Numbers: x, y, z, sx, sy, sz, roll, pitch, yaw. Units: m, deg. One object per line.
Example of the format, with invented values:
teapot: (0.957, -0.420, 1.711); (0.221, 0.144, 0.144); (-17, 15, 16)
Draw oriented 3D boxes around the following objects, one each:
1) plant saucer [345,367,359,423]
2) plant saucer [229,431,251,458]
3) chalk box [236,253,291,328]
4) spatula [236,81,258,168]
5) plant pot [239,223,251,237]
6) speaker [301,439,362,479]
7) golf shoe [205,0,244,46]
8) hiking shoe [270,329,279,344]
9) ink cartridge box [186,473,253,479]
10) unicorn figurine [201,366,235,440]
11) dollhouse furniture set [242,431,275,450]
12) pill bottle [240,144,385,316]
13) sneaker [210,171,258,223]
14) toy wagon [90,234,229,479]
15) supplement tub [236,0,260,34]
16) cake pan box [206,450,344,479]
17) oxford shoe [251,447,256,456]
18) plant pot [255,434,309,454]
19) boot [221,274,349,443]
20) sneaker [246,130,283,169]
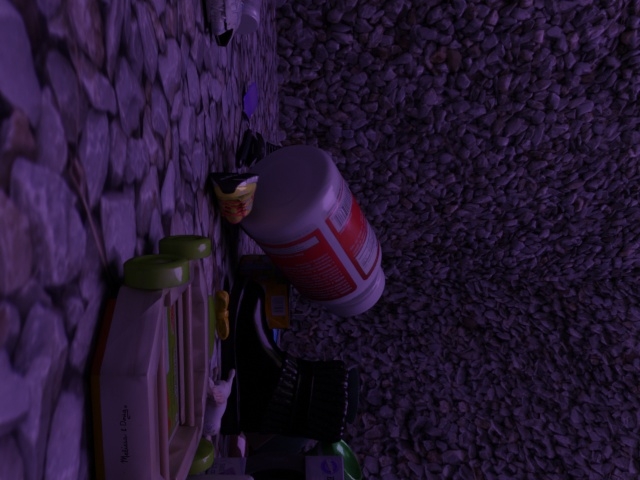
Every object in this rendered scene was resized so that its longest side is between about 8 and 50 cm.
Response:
plant saucer: (0.059, 0.336, 1.234); (0.119, 0.021, 0.119); (-173, -90, -80)
plant saucer: (-0.191, 0.503, 1.369); (0.198, 0.036, 0.198); (-179, -90, -88)
chalk box: (-0.140, 0.116, 1.439); (0.213, 0.132, 0.132); (-95, -175, -68)
spatula: (-0.182, -0.285, 1.409); (0.084, 0.030, 0.296); (91, 0, -49)
plant pot: (-0.127, -0.096, 1.433); (0.165, 0.167, 0.167); (-112, -158, -69)
speaker: (-0.058, 0.551, 1.231); (0.131, 0.296, 0.131); (50, 10, -12)
golf shoe: (-0.154, -0.374, 0.904); (0.176, 0.069, 0.086); (93, 4, -83)
hiking shoe: (-0.153, 0.207, 1.626); (0.132, 0.113, 0.304); (100, -9, -77)
ink cartridge box: (-0.133, 0.423, 0.617); (0.197, 0.114, 0.273); (-90, -178, -62)
unicorn figurine: (-0.163, 0.239, 0.862); (0.111, 0.060, 0.162); (-95, -174, -73)
dollhouse furniture set: (-0.135, 0.382, 1.334); (0.151, 0.144, 0.123); (53, -11, 12)
pill bottle: (0.000, 0.000, 1.274); (0.407, 0.229, 0.229); (55, 26, -46)
sneaker: (-0.153, -0.076, 1.031); (0.208, 0.081, 0.094); (-112, -155, -86)
toy wagon: (-0.153, 0.131, 0.612); (0.344, 0.068, 0.267); (-101, -168, -80)
supplement tub: (-0.154, -0.472, 1.118); (0.071, 0.071, 0.107); (95, -4, -73)
cake pan box: (-0.076, 0.471, 0.925); (0.267, 0.246, 0.070); (-90, -178, -60)
oxford shoe: (-0.191, 0.536, 1.621); (0.076, 0.076, 0.212); (23, 66, -59)
plant pot: (-0.095, 0.440, 1.520); (0.195, 0.290, 0.290); (46, -9, 7)
boot: (-0.070, 0.248, 1.197); (0.131, 0.260, 0.348); (160, -69, -88)
sneaker: (-0.150, -0.245, 1.579); (0.271, 0.108, 0.100); (-88, -179, -88)
